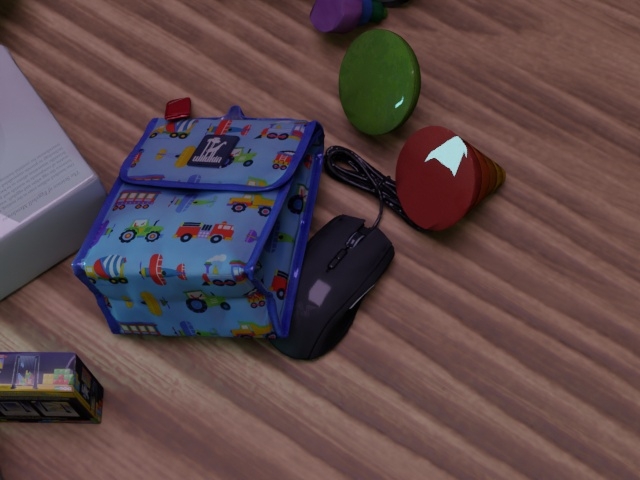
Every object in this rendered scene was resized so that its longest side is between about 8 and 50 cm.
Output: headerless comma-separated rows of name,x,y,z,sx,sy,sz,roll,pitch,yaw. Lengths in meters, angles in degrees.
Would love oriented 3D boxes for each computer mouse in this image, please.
computer mouse,0.000,0.000,1.624,0.184,0.060,0.262,37,74,17

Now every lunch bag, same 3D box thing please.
lunch bag,-0.124,-0.040,1.613,0.221,0.138,0.293,0,51,20

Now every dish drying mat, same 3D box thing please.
dish drying mat,-0.176,-0.163,1.702,0.032,0.083,0.008,-10,108,-1

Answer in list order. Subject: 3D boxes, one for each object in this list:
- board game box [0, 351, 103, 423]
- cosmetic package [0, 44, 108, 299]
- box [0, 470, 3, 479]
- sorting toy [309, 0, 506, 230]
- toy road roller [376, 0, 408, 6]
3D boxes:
board game box,-0.340,0.164,1.535,0.170,0.141,0.048,0,67,4
cosmetic package,-0.398,-0.066,1.638,0.224,0.138,0.224,-34,67,-9
box,-0.466,0.334,1.481,0.262,0.126,0.231,-22,67,-5
sorting toy,0.118,-0.172,1.677,0.126,0.127,0.365,-3,55,-43
toy road roller,0.009,-0.453,1.700,0.330,0.240,0.202,12,68,-2
